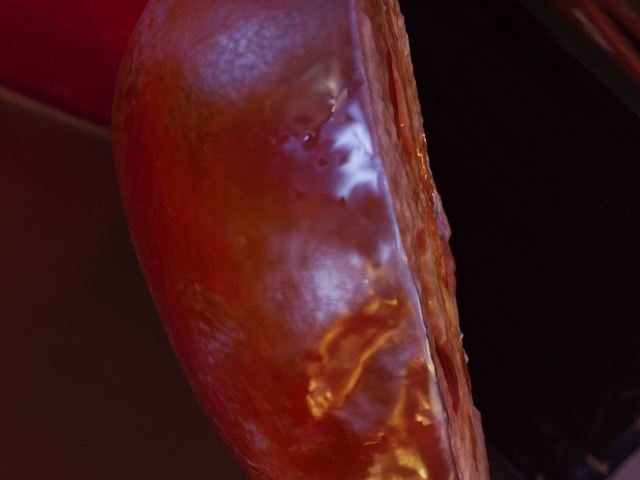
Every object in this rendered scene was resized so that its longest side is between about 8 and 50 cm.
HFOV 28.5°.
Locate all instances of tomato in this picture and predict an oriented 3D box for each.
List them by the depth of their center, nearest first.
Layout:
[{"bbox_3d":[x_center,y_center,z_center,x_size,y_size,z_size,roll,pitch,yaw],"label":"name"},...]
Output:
[{"bbox_3d":[-0.011,-0.001,0.616,0.144,0.338,0.338,-13,169,9],"label":"tomato"}]
